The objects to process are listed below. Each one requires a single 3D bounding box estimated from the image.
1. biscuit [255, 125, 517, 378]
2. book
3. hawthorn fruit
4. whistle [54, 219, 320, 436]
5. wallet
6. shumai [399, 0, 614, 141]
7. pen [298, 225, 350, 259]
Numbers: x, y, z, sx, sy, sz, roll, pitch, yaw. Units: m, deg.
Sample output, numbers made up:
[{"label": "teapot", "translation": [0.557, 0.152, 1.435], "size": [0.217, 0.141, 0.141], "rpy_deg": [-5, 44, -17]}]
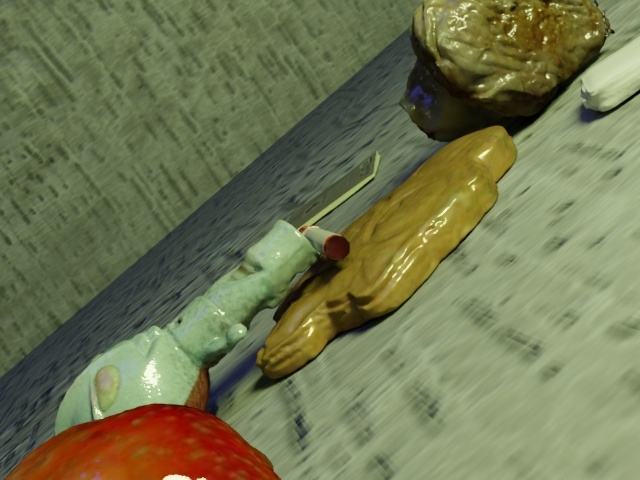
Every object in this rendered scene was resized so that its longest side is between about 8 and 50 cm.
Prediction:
[{"label": "biscuit", "translation": [0.063, 0.002, 1.029], "size": [0.376, 0.051, 0.269], "rpy_deg": [-46, 11, -24]}, {"label": "book", "translation": [0.017, -0.067, 1.512], "size": [0.182, 0.014, 0.127], "rpy_deg": [-36, 12, 16]}, {"label": "hawthorn fruit", "translation": [-0.103, 0.182, 0.497], "size": [0.200, 0.179, 0.179], "rpy_deg": [-28, 2, -37]}, {"label": "whistle", "translation": [-0.137, 0.122, 0.975], "size": [0.346, 0.134, 0.142], "rpy_deg": [-45, 1, -10]}, {"label": "wallet", "translation": [0.332, -0.190, 0.934], "size": [0.190, 0.033, 0.095], "rpy_deg": [-35, 11, 18]}, {"label": "shumai", "translation": [0.185, -0.223, 1.135], "size": [0.218, 0.184, 0.185], "rpy_deg": [-37, 12, -23]}, {"label": "pen", "translation": [0.000, 0.000, 1.057], "size": [0.028, 0.028, 0.239], "rpy_deg": [-41, 8, -4]}]
